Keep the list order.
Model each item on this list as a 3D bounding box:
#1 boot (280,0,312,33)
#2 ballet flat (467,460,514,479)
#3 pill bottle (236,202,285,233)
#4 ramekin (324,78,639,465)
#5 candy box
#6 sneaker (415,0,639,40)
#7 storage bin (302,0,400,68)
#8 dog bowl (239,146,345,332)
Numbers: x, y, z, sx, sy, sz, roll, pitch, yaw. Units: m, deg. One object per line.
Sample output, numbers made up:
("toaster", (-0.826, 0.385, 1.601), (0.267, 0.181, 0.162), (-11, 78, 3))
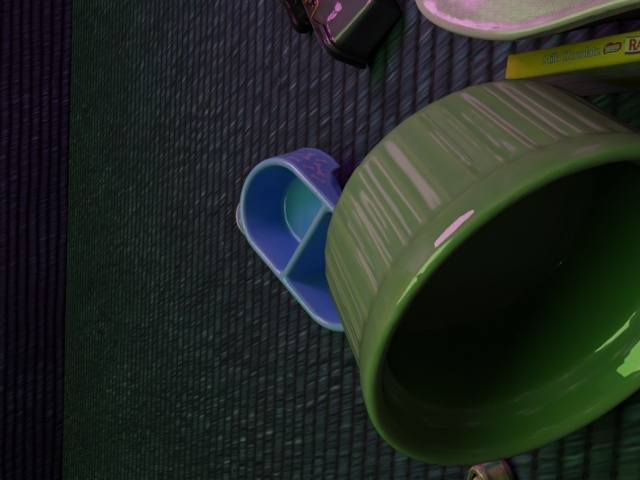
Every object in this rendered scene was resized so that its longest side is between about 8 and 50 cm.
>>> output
("boot", (-0.022, -0.383, 1.032), (0.099, 0.045, 0.121), (-42, 63, 51))
("ballet flat", (0.160, 0.307, 0.746), (0.057, 0.052, 0.168), (33, 118, 52))
("pill bottle", (-0.069, -0.046, 1.074), (0.137, 0.078, 0.078), (-13, 79, 56))
("ramekin", (0.150, 0.023, 0.551), (0.303, 0.303, 0.148), (-68, 31, 30))
("candy box", (0.261, -0.142, 0.546), (0.206, 0.105, 0.027), (8, 93, 56))
("sneaker", (0.225, -0.204, 0.540), (0.295, 0.147, 0.105), (5, 96, 40))
("storage bin", (0.038, -0.313, 0.906), (0.091, 0.098, 0.135), (-42, 56, 36))
("dog bowl", (0.000, 0.000, 0.905), (0.297, 0.074, 0.166), (48, 122, 28))
